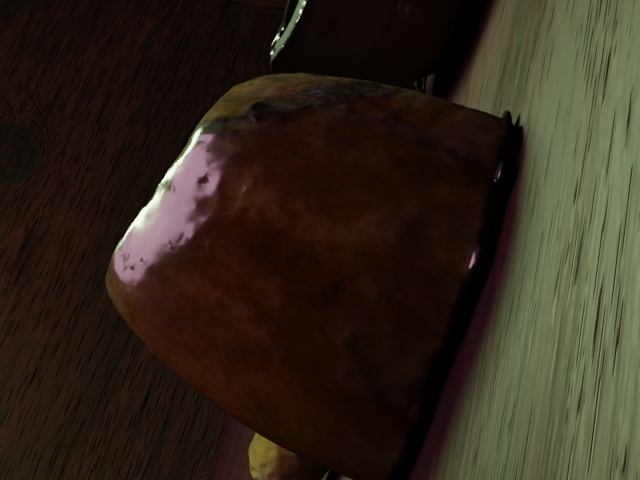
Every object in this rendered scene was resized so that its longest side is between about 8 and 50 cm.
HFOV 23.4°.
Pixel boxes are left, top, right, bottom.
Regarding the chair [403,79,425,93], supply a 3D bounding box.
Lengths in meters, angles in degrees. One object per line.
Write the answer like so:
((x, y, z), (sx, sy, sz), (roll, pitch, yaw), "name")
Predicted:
((0.069, -0.195, 1.918), (0.229, 0.113, 0.106), (-85, 17, -63), "chair")

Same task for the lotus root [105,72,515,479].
((0.000, 0.000, 1.156), (0.316, 0.250, 0.316), (-63, -5, -10), "lotus root")

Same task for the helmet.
((0.068, -0.281, 1.662), (0.338, 0.197, 0.271), (-66, -10, -78), "helmet")

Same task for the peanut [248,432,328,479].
((-0.007, 0.152, 1.390), (0.099, 0.099, 0.214), (-75, 1, -54), "peanut")
